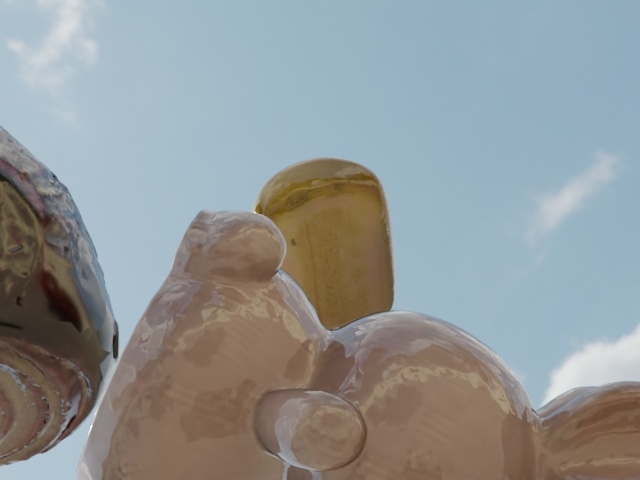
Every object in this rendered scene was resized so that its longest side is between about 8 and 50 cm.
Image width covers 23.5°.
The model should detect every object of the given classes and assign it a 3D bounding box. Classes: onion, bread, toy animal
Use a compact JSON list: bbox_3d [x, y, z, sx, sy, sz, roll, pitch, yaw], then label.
[{"bbox_3d":[-0.230,0.019,0.919,0.207,0.206,0.216,5,-35,-28],"label":"onion"},{"bbox_3d":[0.000,0.000,0.874,0.082,0.056,0.115,-18,-48,-4],"label":"bread"},{"bbox_3d":[0.030,0.076,0.526,0.213,0.124,0.124,18,-67,7],"label":"toy animal"}]
